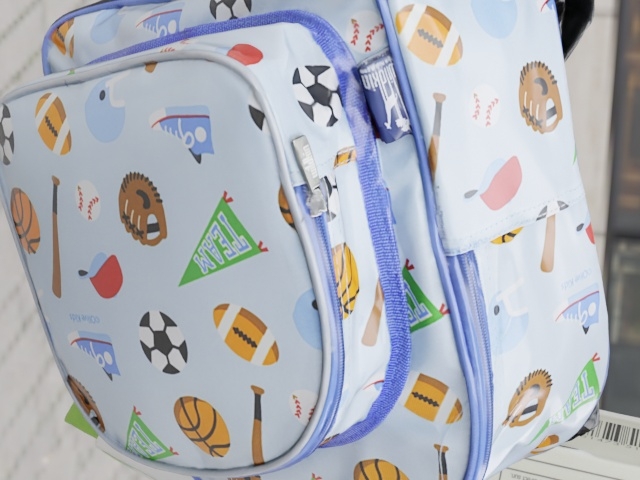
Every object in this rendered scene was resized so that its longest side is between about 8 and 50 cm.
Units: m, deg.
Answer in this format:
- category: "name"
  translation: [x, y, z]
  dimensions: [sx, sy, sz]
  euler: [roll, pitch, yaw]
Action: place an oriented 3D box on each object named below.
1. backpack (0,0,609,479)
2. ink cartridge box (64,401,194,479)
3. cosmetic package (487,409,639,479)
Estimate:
- category: "backpack"
  translation: [0.000, 0.000, 0.770]
  dimensions: [0.213, 0.276, 0.263]
  euler: [-32, 107, -35]
- category: "ink cartridge box"
  translation: [-0.063, 0.056, 1.047]
  dimensions: [0.097, 0.255, 0.189]
  euler: [36, 78, -46]
- category: "cosmetic package"
  translation: [0.152, 0.264, 1.063]
  dimensions: [0.113, 0.160, 0.309]
  euler: [-35, 136, -74]
